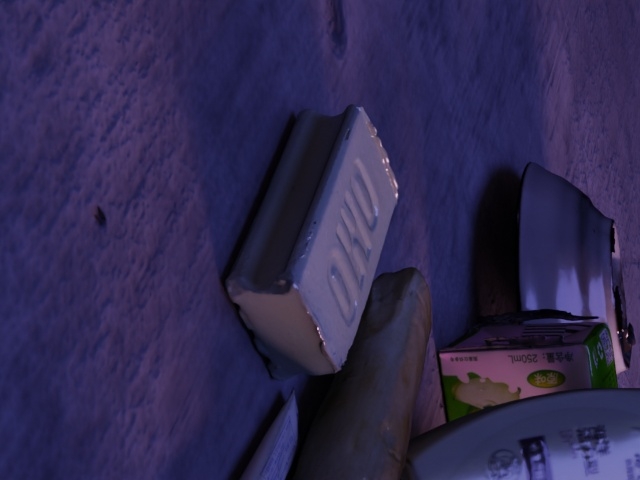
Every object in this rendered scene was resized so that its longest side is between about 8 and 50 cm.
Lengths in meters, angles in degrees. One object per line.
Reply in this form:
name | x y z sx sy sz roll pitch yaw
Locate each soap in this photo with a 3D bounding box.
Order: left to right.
soap | 0.000 0.000 1.048 0.114 0.063 0.198 64 34 -40

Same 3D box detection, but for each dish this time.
dish | 0.295 0.063 1.535 0.316 0.106 0.316 -6 90 -74

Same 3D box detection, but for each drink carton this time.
drink carton | 0.224 0.212 1.360 0.108 0.161 0.271 -25 109 -62

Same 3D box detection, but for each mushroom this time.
mushroom | 0.031 0.155 1.074 0.100 0.081 0.312 88 15 -45

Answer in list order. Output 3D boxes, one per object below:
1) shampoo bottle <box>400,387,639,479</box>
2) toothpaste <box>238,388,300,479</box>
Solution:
shampoo bottle | 0.230 0.202 1.226 0.360 0.078 0.134 -7 91 -22
toothpaste | -0.049 0.186 0.959 0.218 0.033 0.052 -58 147 -55
